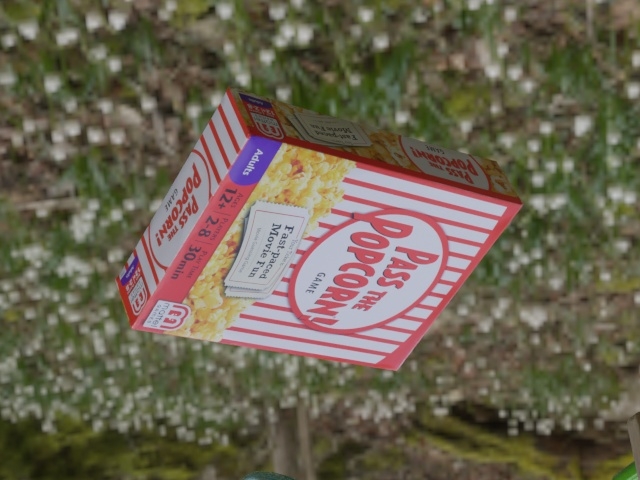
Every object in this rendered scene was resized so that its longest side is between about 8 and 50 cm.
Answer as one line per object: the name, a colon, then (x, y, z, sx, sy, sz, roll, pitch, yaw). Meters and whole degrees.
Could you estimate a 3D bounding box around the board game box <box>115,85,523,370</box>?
board game box: (0.000, 0.000, 0.841, 0.193, 0.147, 0.045, 11, -144, -34)

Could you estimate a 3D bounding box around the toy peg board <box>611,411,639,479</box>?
toy peg board: (0.304, 0.223, 1.099, 0.160, 0.079, 0.161, 6, -121, -20)

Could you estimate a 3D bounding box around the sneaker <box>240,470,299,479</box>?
sneaker: (0.021, 0.266, 1.047, 0.110, 0.122, 0.283, -49, -136, -8)
